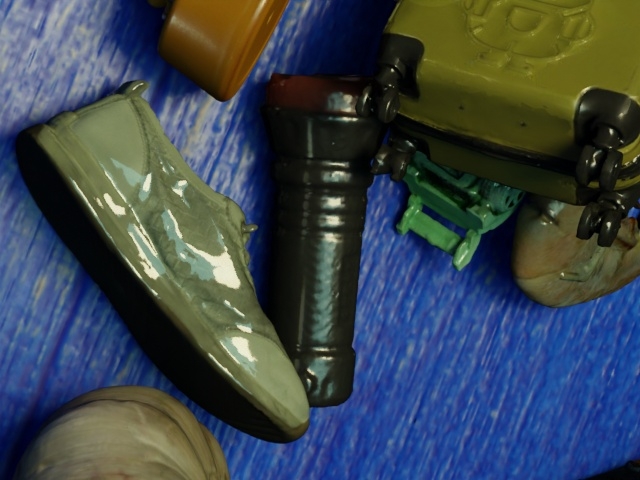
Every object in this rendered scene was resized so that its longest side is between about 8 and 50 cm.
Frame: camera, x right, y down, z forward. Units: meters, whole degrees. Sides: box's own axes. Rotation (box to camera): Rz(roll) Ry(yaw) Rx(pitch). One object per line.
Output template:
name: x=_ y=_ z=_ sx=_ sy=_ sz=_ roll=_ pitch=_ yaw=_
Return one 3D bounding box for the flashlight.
flashlight: x=0.000 y=0.000 z=1.385 sx=0.093 sy=0.093 sz=0.232 roll=-1 pitch=99 yaw=-23

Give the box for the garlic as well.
garlic: x=-0.164 y=0.202 z=1.294 sx=0.212 sy=0.218 sz=0.218 roll=-8 pitch=100 yaw=10

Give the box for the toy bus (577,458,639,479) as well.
toy bus: x=0.270 y=0.331 z=1.491 sx=0.194 sy=0.162 sz=0.323 roll=-16 pitch=103 yaw=-18

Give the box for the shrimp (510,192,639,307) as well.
shrimp: x=0.252 y=-0.052 z=1.471 sx=0.289 sy=0.075 sz=0.178 roll=-50 pitch=144 yaw=-19

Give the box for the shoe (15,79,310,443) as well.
shoe: x=-0.088 y=0.017 z=1.330 sx=0.098 sy=0.103 sz=0.275 roll=-39 pitch=102 yaw=-19

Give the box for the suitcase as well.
suitcase: x=0.152 y=-0.126 z=1.331 sx=0.143 sy=0.194 sz=0.235 roll=76 pitch=37 yaw=-56

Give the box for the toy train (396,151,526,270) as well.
toy train: x=0.119 y=-0.063 z=1.428 sx=0.149 sy=0.099 sz=0.081 roll=-47 pitch=152 yaw=-21

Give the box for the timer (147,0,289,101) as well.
timer: x=-0.098 y=-0.183 z=1.317 sx=0.152 sy=0.132 sz=0.132 roll=28 pitch=84 yaw=0
